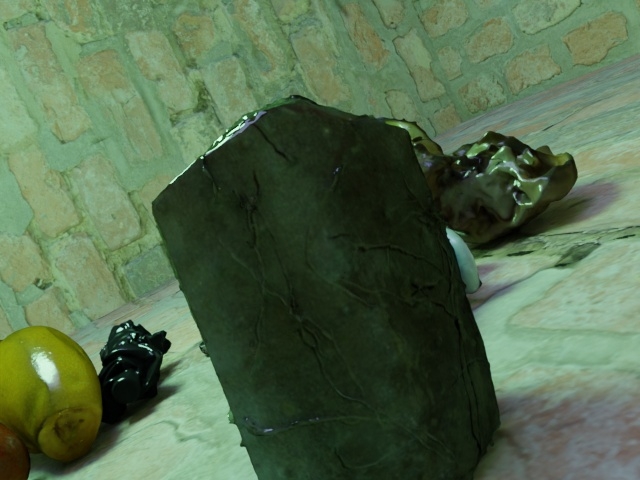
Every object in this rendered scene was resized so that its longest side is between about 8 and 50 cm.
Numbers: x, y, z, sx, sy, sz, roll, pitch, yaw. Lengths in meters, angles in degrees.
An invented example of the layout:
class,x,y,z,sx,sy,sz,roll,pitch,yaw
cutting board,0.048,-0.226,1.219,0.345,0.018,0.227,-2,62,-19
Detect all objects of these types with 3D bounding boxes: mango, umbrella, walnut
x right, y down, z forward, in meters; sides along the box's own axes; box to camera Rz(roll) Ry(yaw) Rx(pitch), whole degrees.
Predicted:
class,x,y,z,sx,sy,sz,roll,pitch,yaw
mango,-0.409,0.218,1.027,0.144,0.187,0.359,-4,-7,-36
umbrella,-0.295,0.200,1.091,0.122,0.110,0.272,-27,12,-8
walnut,0.226,-0.076,0.976,0.238,0.141,0.204,11,23,14

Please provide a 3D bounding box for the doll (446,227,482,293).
class,x,y,z,sx,sy,sz,roll,pitch,yaw
doll,0.040,0.060,0.769,0.256,0.161,0.215,-12,-11,-15

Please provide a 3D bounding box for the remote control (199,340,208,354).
class,x,y,z,sx,sy,sz,roll,pitch,yaw
remote control,-0.112,0.131,1.191,0.212,0.028,0.059,-31,9,-30

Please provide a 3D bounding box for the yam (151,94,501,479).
class,x,y,z,sx,sy,sz,roll,pitch,yaw
yam,0.002,0.041,0.479,0.201,0.271,0.202,-28,11,-10

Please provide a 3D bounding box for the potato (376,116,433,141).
class,x,y,z,sx,sy,sz,roll,pitch,yaw
potato,0.112,-0.118,1.494,0.285,0.242,0.242,-53,9,-3

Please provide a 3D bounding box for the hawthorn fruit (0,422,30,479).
class,x,y,z,sx,sy,sz,roll,pitch,yaw
hawthorn fruit,-0.440,0.279,0.877,0.132,0.138,0.133,-28,11,6

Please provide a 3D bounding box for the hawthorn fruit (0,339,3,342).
class,x,y,z,sx,sy,sz,roll,pitch,yaw
hawthorn fruit,-0.637,0.288,1.395,0.189,0.189,0.189,-26,7,4

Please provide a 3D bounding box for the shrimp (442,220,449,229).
class,x,y,z,sx,sy,sz,roll,pitch,yaw
shrimp,0.064,0.040,0.930,0.267,0.145,0.061,-48,37,34
